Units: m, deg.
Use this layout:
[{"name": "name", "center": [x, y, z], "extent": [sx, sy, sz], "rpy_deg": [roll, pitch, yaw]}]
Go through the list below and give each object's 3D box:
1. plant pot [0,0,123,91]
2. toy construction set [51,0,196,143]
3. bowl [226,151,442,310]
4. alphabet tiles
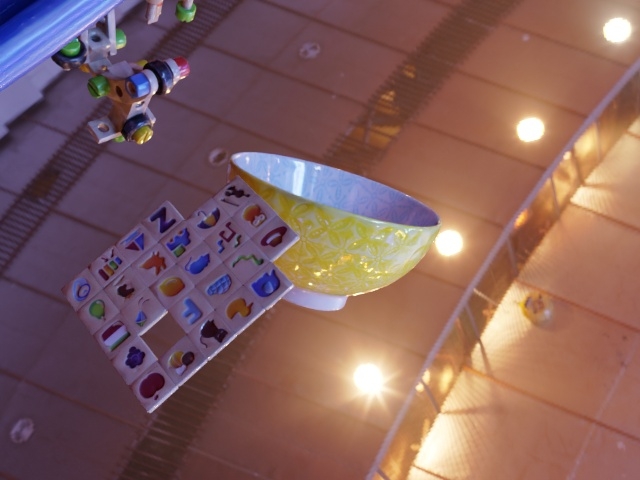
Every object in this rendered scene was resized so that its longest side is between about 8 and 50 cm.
[{"name": "plant pot", "center": [-0.227, -0.177, 0.336], "extent": [0.236, 0.236, 0.212], "rpy_deg": [-42, -138, -14]}, {"name": "toy construction set", "center": [-0.348, -0.317, 1.486], "extent": [0.257, 0.237, 0.309], "rpy_deg": [28, -127, -2]}, {"name": "bowl", "center": [0.000, 0.000, 1.108], "extent": [0.289, 0.289, 0.156], "rpy_deg": [28, -73, 37]}, {"name": "alphabet tiles", "center": [-0.146, 0.038, 0.911], "extent": [0.237, 0.009, 0.198], "rpy_deg": [-41, -122, -7]}]
